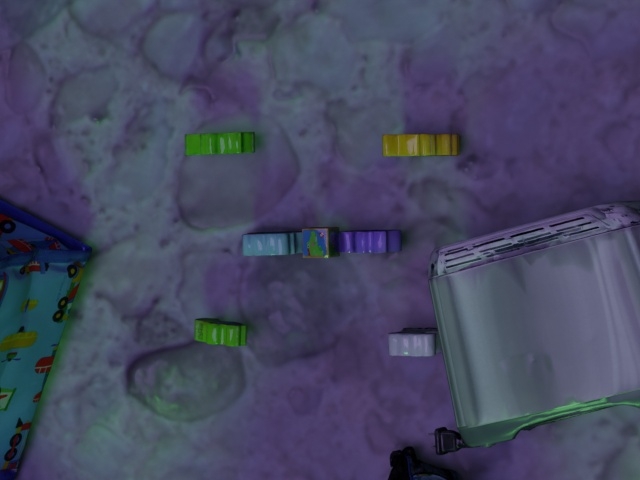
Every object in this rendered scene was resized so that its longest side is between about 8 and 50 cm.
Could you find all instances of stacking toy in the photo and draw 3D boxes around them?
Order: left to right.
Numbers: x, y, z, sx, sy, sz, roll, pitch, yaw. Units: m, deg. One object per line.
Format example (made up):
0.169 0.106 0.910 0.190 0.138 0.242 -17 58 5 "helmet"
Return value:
0.000 0.000 1.487 0.221 0.052 0.167 1 93 23 "stacking toy"

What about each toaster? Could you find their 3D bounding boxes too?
0.171 0.059 1.383 0.227 0.129 0.146 -16 85 24 "toaster"

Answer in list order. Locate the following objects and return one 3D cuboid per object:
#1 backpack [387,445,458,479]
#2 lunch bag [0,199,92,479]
0.078 0.223 1.438 0.084 0.114 0.105 18 100 -1 "backpack"
-0.365 0.047 1.602 0.293 0.138 0.221 29 107 26 "lunch bag"
